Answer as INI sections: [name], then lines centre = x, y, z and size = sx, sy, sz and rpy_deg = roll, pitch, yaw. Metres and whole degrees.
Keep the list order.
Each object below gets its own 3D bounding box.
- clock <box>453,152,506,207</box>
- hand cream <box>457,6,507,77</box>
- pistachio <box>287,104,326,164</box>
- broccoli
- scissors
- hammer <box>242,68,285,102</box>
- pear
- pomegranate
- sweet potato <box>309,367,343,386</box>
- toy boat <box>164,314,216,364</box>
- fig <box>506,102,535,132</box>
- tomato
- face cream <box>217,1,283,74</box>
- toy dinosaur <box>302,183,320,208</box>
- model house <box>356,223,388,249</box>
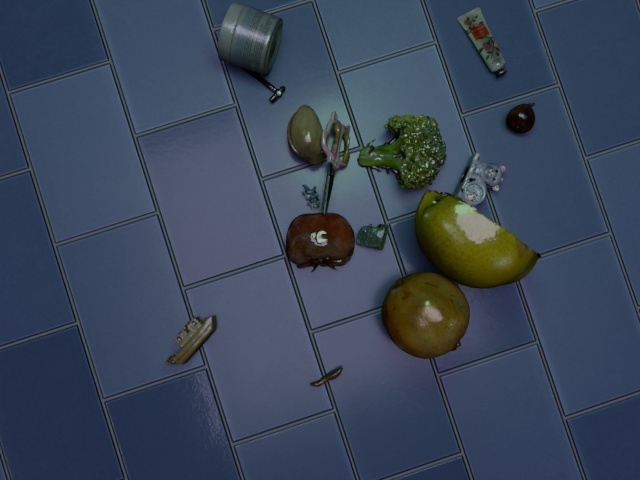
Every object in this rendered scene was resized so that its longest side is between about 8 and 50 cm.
[clock]
centre = 0.492, -0.171, 1.746
size = 0.117, 0.080, 0.176
rpy_deg = 26, 85, -1
[hand cream]
centre = 0.521, -0.625, 1.789
size = 0.080, 0.050, 0.234
rpy_deg = -26, 82, 1
[pistachio]
centre = -0.040, -0.320, 1.723
size = 0.124, 0.124, 0.185
rpy_deg = -5, 82, -2
[broccoli]
centre = 0.253, -0.273, 1.694
size = 0.273, 0.180, 0.242
rpy_deg = -1, 88, -1
[scissors]
centre = 0.035, -0.226, 1.696
size = 0.024, 0.160, 0.317
rpy_deg = -1, 69, 34
[hammer]
centre = -0.194, -0.506, 1.774
size = 0.178, 0.021, 0.065
rpy_deg = 38, 88, 1
[pear]
centre = 0.419, 0.026, 1.616
size = 0.386, 0.340, 0.191
rpy_deg = 31, 93, -22
[pomegranate]
centre = 0.310, 0.217, 1.637
size = 0.264, 0.264, 0.264
rpy_deg = 0, 87, -1
[sweet potato]
centre = 0.022, 0.423, 1.734
size = 0.115, 0.026, 0.026
rpy_deg = -31, 88, 3
[toy boat]
centre = -0.396, 0.300, 1.714
size = 0.077, 0.057, 0.200
rpy_deg = 41, 88, 5
[fig]
centre = 0.634, -0.399, 1.767
size = 0.089, 0.089, 0.125
rpy_deg = 28, 66, 0
[tomato]
centre = 0.000, 0.000, 1.693
size = 0.214, 0.155, 0.180
rpy_deg = -5, 84, 0
[face cream]
centre = -0.207, -0.603, 1.699
size = 0.153, 0.177, 0.177
rpy_deg = 20, 87, 0
[toy dinosaur]
centre = -0.029, -0.138, 1.755
size = 0.047, 0.030, 0.083
rpy_deg = -19, 88, -4
[model house]
centre = 0.161, -0.017, 1.747
size = 0.083, 0.066, 0.078
rpy_deg = 13, 98, 17
